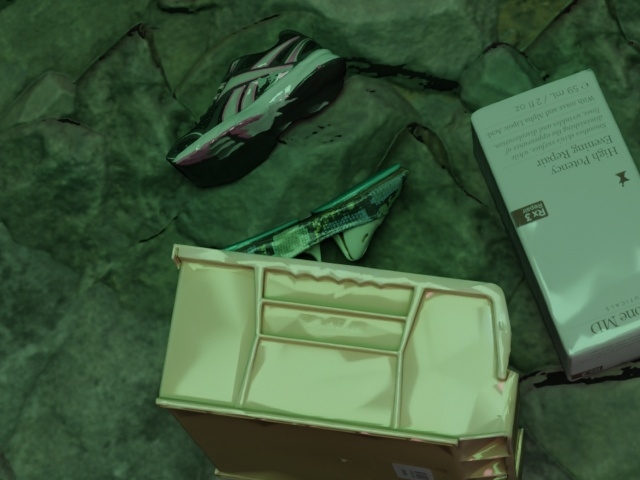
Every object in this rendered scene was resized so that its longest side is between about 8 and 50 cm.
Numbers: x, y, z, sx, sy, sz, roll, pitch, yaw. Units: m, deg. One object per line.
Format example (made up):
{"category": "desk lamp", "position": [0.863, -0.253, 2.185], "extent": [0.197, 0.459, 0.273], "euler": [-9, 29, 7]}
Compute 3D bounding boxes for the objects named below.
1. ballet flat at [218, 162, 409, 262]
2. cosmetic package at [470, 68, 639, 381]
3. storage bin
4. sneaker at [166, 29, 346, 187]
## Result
{"category": "ballet flat", "position": [0.000, 0.000, 1.632], "extent": [0.188, 0.070, 0.070], "euler": [-26, 69, -1]}
{"category": "cosmetic package", "position": [0.217, -0.013, 1.591], "extent": [0.117, 0.085, 0.231], "euler": [-22, 67, -1]}
{"category": "storage bin", "position": [0.027, 0.115, 1.471], "extent": [0.260, 0.262, 0.123], "euler": [7, 72, 9]}
{"category": "sneaker", "position": [-0.065, -0.119, 1.682], "extent": [0.178, 0.072, 0.077], "euler": [-35, 57, -15]}
